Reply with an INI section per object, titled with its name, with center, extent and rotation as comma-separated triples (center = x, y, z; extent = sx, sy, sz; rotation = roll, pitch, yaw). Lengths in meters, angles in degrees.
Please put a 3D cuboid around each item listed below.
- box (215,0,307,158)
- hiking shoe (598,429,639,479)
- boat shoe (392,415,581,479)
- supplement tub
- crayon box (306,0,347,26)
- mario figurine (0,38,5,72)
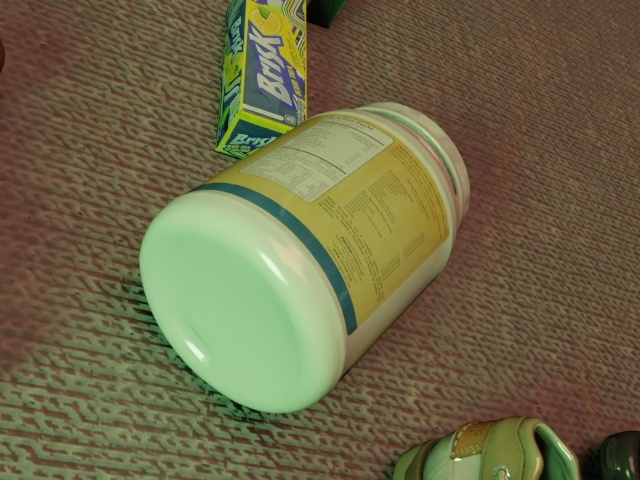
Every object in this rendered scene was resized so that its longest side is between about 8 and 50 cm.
[box]
center = -0.048, -0.144, 0.616
extent = 0.059, 0.054, 0.169
rotation = 15, 53, -22
[hiking shoe]
center = 0.324, 0.199, 0.567
extent = 0.227, 0.114, 0.086
rotation = 29, 48, -12
[boat shoe]
center = 0.129, 0.249, 0.409
extent = 0.113, 0.103, 0.302
rotation = 7, 56, -43
[supplement tub]
center = 0.000, 0.000, 0.483
extent = 0.144, 0.144, 0.200
rotation = 47, 47, 5
[crayon box]
center = 0.010, -0.400, 0.730
extent = 0.081, 0.202, 0.318
rotation = 11, 55, -26
[mario figurine]
center = -0.235, -0.035, 0.347
extent = 0.198, 0.170, 0.320
rotation = 20, 49, -22
